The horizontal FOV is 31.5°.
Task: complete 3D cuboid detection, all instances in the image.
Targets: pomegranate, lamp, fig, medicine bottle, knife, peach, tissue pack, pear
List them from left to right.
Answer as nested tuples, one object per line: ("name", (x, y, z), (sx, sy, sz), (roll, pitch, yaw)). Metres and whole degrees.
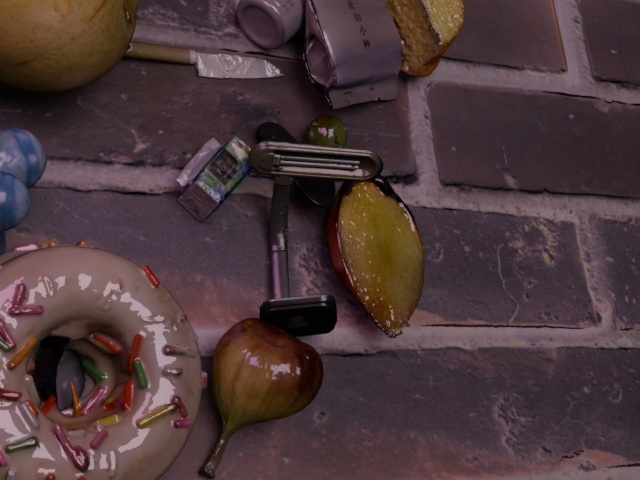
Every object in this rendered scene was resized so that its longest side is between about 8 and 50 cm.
("pear", (-0.399, -0.355, 1.566), (0.309, 0.309, 0.309), (11, 67, -26))
("knife", (-0.190, -0.284, 1.815), (0.297, 0.017, 0.047), (1, 73, -33))
("tissue pack", (-0.163, -0.101, 1.719), (0.079, 0.085, 0.111), (42, 58, -7))
("fig", (-0.105, 0.214, 1.602), (0.160, 0.143, 0.231), (34, 61, 22))
("medicine bottle", (-0.052, -0.400, 1.884), (0.105, 0.105, 0.168), (48, 57, -5))
("lamp", (0.000, -0.001, 1.712), (0.203, 0.124, 0.283), (-3, 78, -2))
("pomegranate", (0.013, -0.170, 1.860), (0.084, 0.073, 0.073), (11, 60, -65))
("peach", (0.084, 0.029, 1.820), (0.189, 0.068, 0.279), (11, 65, -33))

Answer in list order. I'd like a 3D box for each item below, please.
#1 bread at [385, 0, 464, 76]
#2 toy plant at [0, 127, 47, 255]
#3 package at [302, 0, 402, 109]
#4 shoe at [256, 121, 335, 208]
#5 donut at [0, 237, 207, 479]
("bread", (0.173, -0.421, 2.006), (0.134, 0.129, 0.260), (-19, 83, -40))
("toy plant", (-0.500, -0.068, 1.453), (0.332, 0.247, 0.247), (-20, 82, -40))
("package", (0.049, -0.351, 1.905), (0.204, 0.062, 0.251), (-17, 102, -48))
("shoe", (-0.043, -0.112, 1.817), (0.071, 0.049, 0.179), (-24, 65, -39))
("donut", (-0.322, 0.175, 1.476), (0.382, 0.142, 0.383), (10, 71, -29))
